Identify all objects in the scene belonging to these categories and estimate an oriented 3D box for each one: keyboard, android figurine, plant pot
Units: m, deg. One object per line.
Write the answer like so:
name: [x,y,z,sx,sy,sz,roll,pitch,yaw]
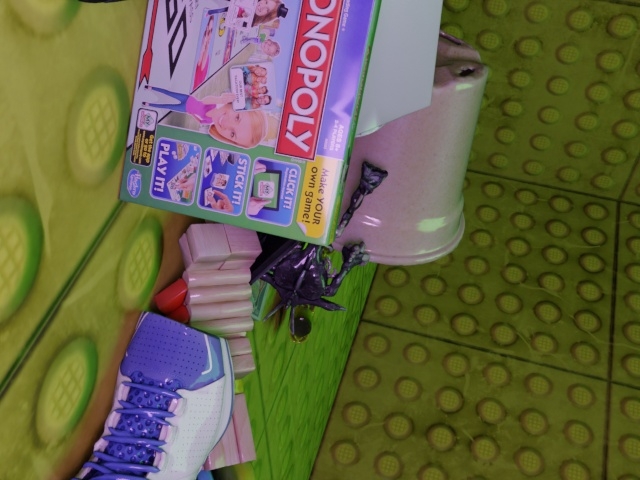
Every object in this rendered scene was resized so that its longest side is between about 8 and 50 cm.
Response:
keyboard: [-0.060,-0.019,0.972,0.317,0.033,0.201,-38,-152,53]
android figurine: [-0.019,0.084,1.520,0.273,0.056,0.248,-81,-174,-71]
plant pot: [0.125,-0.179,1.218,0.333,0.334,0.305,-63,171,-52]

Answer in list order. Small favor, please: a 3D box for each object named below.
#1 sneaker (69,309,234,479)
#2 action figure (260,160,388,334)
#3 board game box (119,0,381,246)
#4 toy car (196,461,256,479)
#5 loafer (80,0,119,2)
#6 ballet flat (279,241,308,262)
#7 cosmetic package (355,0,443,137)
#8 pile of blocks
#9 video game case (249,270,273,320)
sneaker: [-0.189,0.238,0.754,0.182,0.128,0.315,26,79,-81]
action figure: [0.000,0.000,1.106,0.275,0.164,0.141,-65,175,11]
board game box: [-0.062,-0.171,0.693,0.046,0.214,0.317,-29,131,-76]
toy car: [-0.167,0.365,1.009,0.136,0.159,0.182,19,119,-41]
loafer: [-0.102,-0.251,0.583,0.223,0.076,0.078,-30,112,-22]
ballet flat: [-0.038,-0.025,1.393,0.077,0.077,0.230,47,57,-57]
cosmetic package: [0.024,-0.315,0.858,0.217,0.156,0.384,-24,139,-26]
pile of blocks: [-0.159,0.121,0.908,0.113,0.149,0.361,-2,98,-35]
video game case: [-0.105,0.034,1.229,0.201,0.023,0.183,60,44,-74]
